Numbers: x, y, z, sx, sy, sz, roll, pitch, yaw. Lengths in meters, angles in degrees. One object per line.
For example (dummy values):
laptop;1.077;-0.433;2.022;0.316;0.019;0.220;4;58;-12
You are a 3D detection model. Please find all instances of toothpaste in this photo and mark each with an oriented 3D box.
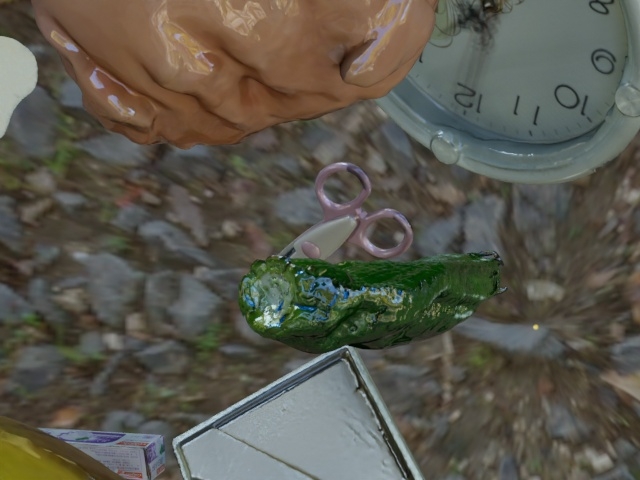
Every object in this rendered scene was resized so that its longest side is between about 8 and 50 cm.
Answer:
toothpaste;-0.248;0.204;1.794;0.196;0.047;0.040;2;102;16

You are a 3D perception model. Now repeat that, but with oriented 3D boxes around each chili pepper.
chili pepper;0.041;0.036;1.130;0.098;0.224;0.061;-13;80;33

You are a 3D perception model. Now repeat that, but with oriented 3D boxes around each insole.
insole;-0.306;-0.145;1.769;0.065;0.197;0.004;24;120;-12

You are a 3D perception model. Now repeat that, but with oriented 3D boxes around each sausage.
sausage;-0.010;-0.149;0.408;0.086;0.086;0.289;0;60;7

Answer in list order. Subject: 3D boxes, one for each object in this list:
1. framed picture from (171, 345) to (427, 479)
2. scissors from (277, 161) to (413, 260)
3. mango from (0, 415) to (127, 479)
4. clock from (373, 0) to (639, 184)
framed picture;-0.012;0.211;1.584;0.192;0.018;0.265;-28;40;0
scissors;0.000;0.000;1.405;0.085;0.176;0.022;46;51;-8
mango;-0.075;0.161;0.661;0.262;0.167;0.130;28;64;16
clock;0.101;-0.142;1.098;0.236;0.236;0.053;41;54;7
